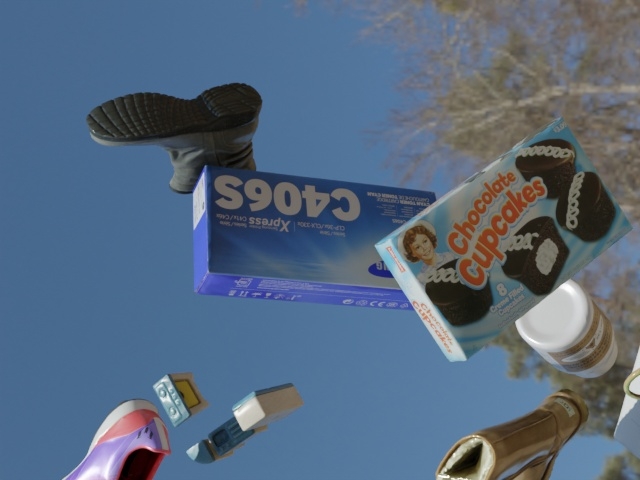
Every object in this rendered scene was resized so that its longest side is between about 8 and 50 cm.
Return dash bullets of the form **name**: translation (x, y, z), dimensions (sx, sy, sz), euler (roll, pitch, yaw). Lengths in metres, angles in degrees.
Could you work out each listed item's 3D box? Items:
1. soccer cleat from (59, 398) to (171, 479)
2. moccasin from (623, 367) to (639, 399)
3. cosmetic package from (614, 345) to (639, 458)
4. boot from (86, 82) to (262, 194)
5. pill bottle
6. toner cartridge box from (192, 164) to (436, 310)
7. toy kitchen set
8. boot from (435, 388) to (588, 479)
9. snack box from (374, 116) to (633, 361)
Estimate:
- **soccer cleat**: translation (-0.342, 0.399, 1.623), dimensions (0.108, 0.116, 0.318), euler (26, -76, -41)
- **moccasin**: translation (0.409, 0.158, 1.065), dimensions (0.146, 0.139, 0.380), euler (8, -115, -34)
- **cosmetic package**: translation (0.699, 0.191, 1.526), dimensions (0.327, 0.329, 0.394), euler (-13, -55, -29)
- **boot**: translation (-0.195, -0.121, 1.425), dimensions (0.246, 0.083, 0.161), euler (-10, -40, -21)
- **pill bottle**: translation (0.434, 0.158, 1.795), dimensions (0.229, 0.131, 0.131), euler (38, -112, -52)
- **toner cartridge box**: translation (0.000, 0.000, 1.449), dimensions (0.347, 0.075, 0.165), euler (5, -117, -19)
- **toy kitchen set**: translation (-0.168, 0.256, 1.691), dimensions (0.166, 0.207, 0.122), euler (59, -156, 15)
- **boot**: translation (0.241, 0.318, 1.451), dimensions (0.269, 0.089, 0.236), euler (-13, -45, -49)
- **snack box**: translation (0.249, -0.005, 1.393), dimensions (0.322, 0.060, 0.187), euler (-35, -87, -20)
